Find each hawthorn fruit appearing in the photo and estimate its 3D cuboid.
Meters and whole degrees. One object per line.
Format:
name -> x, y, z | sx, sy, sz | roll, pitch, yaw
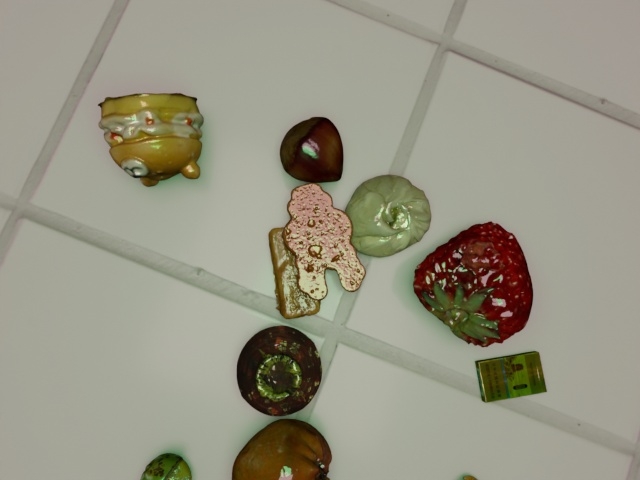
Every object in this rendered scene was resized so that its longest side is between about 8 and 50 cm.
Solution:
hawthorn fruit -> -0.120, 0.620, 1.191 | 0.298, 0.277, 0.277 | -19, 85, 17

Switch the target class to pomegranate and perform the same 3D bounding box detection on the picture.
pomegranate -> -0.418, 0.662, 1.235 | 0.122, 0.143, 0.169 | -9, 128, 27

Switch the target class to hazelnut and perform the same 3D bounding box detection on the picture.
hazelnut -> -0.013, -0.249, 1.326 | 0.208, 0.208, 0.208 | 0, 84, -4

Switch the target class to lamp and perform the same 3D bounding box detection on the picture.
lamp -> -0.111, 0.354, 1.233 | 0.247, 0.247, 0.247 | 0, 84, -4

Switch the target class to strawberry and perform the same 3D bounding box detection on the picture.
strawberry -> 0.447, 0.099, 1.299 | 0.317, 0.295, 0.345 | 26, 49, 16

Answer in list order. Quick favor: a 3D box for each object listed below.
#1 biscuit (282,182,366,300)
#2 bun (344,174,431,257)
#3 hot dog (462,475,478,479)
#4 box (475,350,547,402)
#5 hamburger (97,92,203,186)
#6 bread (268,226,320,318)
biscuit -> 0.000, 0.000, 1.289 | 0.202, 0.047, 0.334 | -17, 84, -4
bun -> 0.197, -0.078, 1.332 | 0.259, 0.160, 0.259 | 0, 82, -1
hot dog -> 0.477, 0.794, 1.299 | 0.100, 0.068, 0.249 | -36, 87, -6
box -> 0.572, 0.408, 1.366 | 0.193, 0.030, 0.121 | -8, 84, -5
hamburger -> -0.462, -0.275, 1.268 | 0.276, 0.276, 0.237 | -8, 96, -4
bread -> -0.080, 0.092, 1.335 | 0.139, 0.077, 0.271 | -10, 84, -5
